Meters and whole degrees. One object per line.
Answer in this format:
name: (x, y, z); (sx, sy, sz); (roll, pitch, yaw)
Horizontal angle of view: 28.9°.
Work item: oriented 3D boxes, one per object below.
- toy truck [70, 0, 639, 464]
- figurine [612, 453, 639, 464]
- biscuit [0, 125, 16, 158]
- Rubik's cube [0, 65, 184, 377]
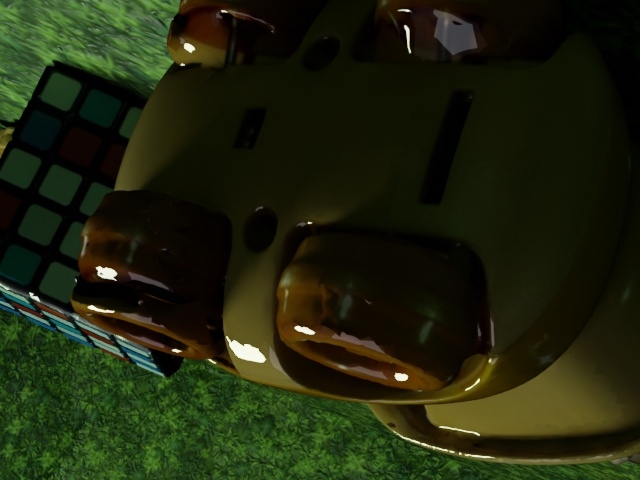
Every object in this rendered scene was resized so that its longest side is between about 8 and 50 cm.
toy truck: (0.038, -0.015, 0.596); (0.288, 0.204, 0.211); (5, 160, 41)
figurine: (0.257, 0.118, 0.953); (0.125, 0.138, 0.125); (52, 163, 24)
biscuit: (-0.235, -0.053, 1.304); (0.249, 0.035, 0.184); (27, 166, -13)
Rubik's cube: (-0.172, -0.008, 1.038); (0.184, 0.187, 0.182); (21, 167, 0)
